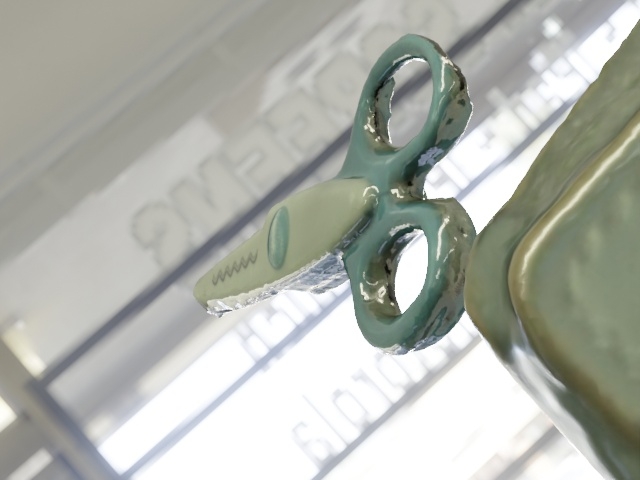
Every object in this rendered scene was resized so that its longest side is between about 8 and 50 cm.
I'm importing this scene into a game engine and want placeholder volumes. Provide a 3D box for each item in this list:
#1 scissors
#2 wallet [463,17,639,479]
[{"bbox_3d":[0.000,0.000,0.935,0.041,0.138,0.289,2,-13,-22],"label":"scissors"},{"bbox_3d":[0.212,-0.041,0.498,0.360,0.252,0.083,-48,12,-9],"label":"wallet"}]
